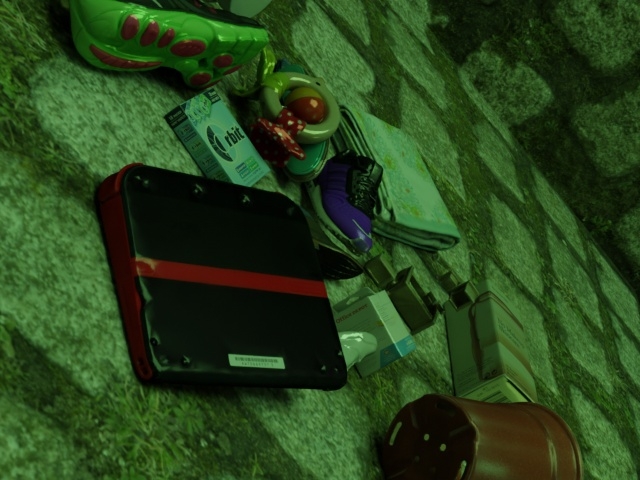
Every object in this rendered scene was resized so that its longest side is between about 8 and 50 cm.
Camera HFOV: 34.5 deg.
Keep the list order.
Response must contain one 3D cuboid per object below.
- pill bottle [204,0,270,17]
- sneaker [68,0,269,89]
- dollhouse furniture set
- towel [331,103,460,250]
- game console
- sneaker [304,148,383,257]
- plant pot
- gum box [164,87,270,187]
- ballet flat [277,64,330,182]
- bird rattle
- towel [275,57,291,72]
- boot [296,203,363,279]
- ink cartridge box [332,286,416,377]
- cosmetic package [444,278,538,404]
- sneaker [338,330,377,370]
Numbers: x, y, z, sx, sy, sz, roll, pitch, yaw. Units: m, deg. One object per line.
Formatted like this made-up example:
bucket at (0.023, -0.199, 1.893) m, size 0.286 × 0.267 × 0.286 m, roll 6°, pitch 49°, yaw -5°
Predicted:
pill bottle at (-0.216, -0.562, 1.962) m, size 0.301 × 0.169 × 0.169 m, roll 48°, pitch 20°, yaw 17°
sneaker at (-0.249, -0.387, 1.765) m, size 0.483 × 0.185 × 0.202 m, roll 1°, pitch 63°, yaw -65°
dollhouse furniture set at (0.215, 0.071, 2.145) m, size 0.182 × 0.161 × 0.101 m, roll 55°, pitch 24°, yaw -10°
towel at (0.176, -0.144, 2.415) m, size 0.374 × 0.090 × 0.320 m, roll 17°, pitch 48°, yaw -57°
game console at (-0.138, 0.060, 1.529) m, size 0.386 × 0.060 × 0.342 m, roll 9°, pitch 58°, yaw -44°
sneaker at (0.063, -0.092, 1.989) m, size 0.102 × 0.146 × 0.293 m, roll 43°, pitch 13°, yaw -33°
plant pot at (0.265, 0.386, 1.776) m, size 0.265 × 0.272 × 0.272 m, roll 23°, pitch 41°, yaw -41°
gum box at (-0.178, -0.169, 1.816) m, size 0.184 × 0.041 × 0.157 m, roll 55°, pitch 24°, yaw -6°
ballet flat at (-0.033, -0.218, 2.084) m, size 0.106 × 0.107 × 0.316 m, roll 77°, pitch 7°, yaw -53°
bird rattle at (-0.053, -0.254, 1.966) m, size 0.207 × 0.143 × 0.253 m, roll -2°, pitch 49°, yaw -28°
towel at (-0.073, -0.345, 2.242) m, size 0.067 × 0.029 × 0.119 m, roll 45°, pitch 26°, yaw -27°
boot at (0.000, 0.000, 1.912) m, size 0.219 × 0.082 × 0.106 m, roll 26°, pitch 42°, yaw -48°
ink cartridge box at (0.093, 0.161, 1.887) m, size 0.143 × 0.092 × 0.090 m, roll 62°, pitch 24°, yaw 7°
cosmetic package at (0.375, 0.251, 2.284) m, size 0.153 × 0.129 × 0.296 m, roll 42°, pitch 28°, yaw -31°
sneaker at (0.027, 0.204, 1.751) m, size 0.212 × 0.080 × 0.094 m, roll 7°, pitch 67°, yaw -53°
